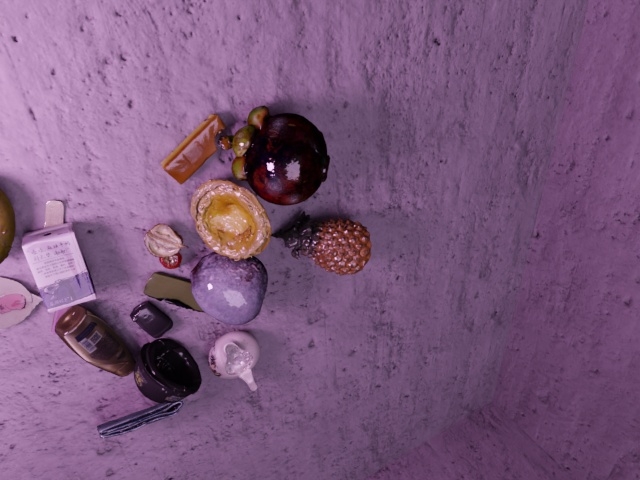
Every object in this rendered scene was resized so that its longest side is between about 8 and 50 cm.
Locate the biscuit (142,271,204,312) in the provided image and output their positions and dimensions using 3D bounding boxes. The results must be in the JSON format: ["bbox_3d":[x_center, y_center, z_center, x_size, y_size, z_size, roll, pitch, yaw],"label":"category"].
[{"bbox_3d":[-0.472,0.189,1.726,0.323,0.038,0.099,25,99,-41],"label":"biscuit"}]

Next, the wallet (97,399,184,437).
[{"bbox_3d":[-0.659,0.650,1.792,0.291,0.054,0.251,-14,169,-28],"label":"wallet"}]

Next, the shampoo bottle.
[{"bbox_3d":[-0.721,0.347,1.607,0.125,0.084,0.350,-54,148,-27],"label":"shampoo bottle"}]

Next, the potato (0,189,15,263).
[{"bbox_3d":[-0.868,-0.045,1.255,0.150,0.113,0.251,-5,113,-23],"label":"potato"}]

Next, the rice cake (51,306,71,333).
[{"bbox_3d":[-0.794,0.198,1.511,0.047,0.036,0.206,1,118,-46],"label":"rice cake"}]

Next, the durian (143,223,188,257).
[{"bbox_3d":[-0.492,-0.001,1.564,0.140,0.071,0.110,17,103,-24],"label":"durian"}]

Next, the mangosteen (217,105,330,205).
[{"bbox_3d":[-0.123,-0.254,1.518,0.311,0.311,0.311,-17,127,-25],"label":"mangosteen"}]

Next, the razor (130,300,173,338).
[{"bbox_3d":[-0.583,0.275,1.694,0.090,0.054,0.148,-41,134,-10],"label":"razor"}]

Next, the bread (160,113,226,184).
[{"bbox_3d":[-0.375,-0.278,1.481,0.226,0.049,0.088,-44,133,-3],"label":"bread"}]

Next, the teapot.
[{"bbox_3d":[-0.326,0.471,1.936,0.208,0.166,0.299,-40,124,-22],"label":"teapot"}]

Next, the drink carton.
[{"bbox_3d":[-0.740,0.074,1.393,0.134,0.102,0.222,-17,120,-22],"label":"drink carton"}]

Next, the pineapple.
[{"bbox_3d":[0.001,0.000,1.833,0.358,0.223,0.222,15,110,-22],"label":"pineapple"}]

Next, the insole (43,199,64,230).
[{"bbox_3d":[-0.765,-0.028,1.402,0.063,0.010,0.191,1,118,-35],"label":"insole"}]

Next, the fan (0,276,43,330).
[{"bbox_3d":[-0.866,0.182,1.441,0.310,0.010,0.182,-3,118,-24],"label":"fan"}]

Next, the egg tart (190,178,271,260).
[{"bbox_3d":[-0.283,-0.075,1.583,0.118,0.289,0.288,-61,155,-57],"label":"egg tart"}]

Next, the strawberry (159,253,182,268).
[{"bbox_3d":[-0.492,0.064,1.620,0.073,0.073,0.083,-34,168,-11],"label":"strawberry"}]

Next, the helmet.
[{"bbox_3d":[-0.560,0.476,1.723,0.160,0.230,0.279,-41,155,14],"label":"helmet"}]

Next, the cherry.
[{"bbox_3d":[-0.305,0.160,1.697,0.296,0.218,0.254,21,85,-30],"label":"cherry"}]
